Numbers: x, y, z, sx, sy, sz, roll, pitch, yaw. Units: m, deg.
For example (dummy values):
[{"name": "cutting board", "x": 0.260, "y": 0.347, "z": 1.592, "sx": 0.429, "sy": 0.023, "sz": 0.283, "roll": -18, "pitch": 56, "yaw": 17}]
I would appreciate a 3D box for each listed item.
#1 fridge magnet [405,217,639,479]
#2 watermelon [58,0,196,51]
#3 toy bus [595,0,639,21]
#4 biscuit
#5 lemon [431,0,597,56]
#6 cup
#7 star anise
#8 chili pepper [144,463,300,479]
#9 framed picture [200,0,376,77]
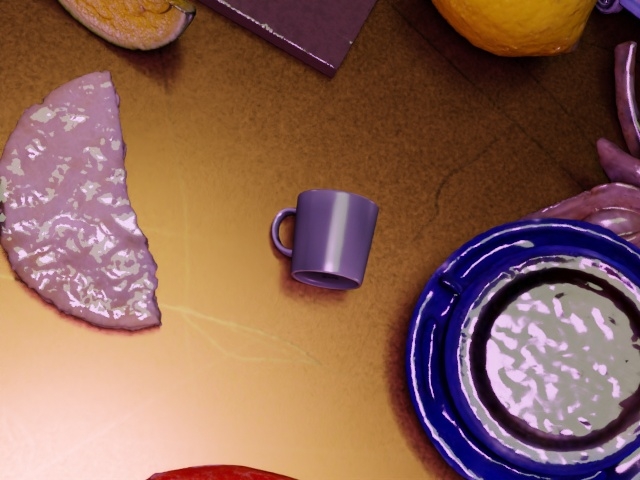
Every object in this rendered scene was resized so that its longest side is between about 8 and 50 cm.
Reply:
[{"name": "fridge magnet", "x": 0.210, "y": 0.108, "z": 0.904, "sx": 0.265, "sy": 0.113, "sz": 0.266, "roll": 0, "pitch": 81, "yaw": 3}, {"name": "watermelon", "x": -0.191, "y": -0.247, "z": 0.950, "sx": 0.181, "sy": 0.092, "sz": 0.075, "roll": 29, "pitch": 55, "yaw": 4}, {"name": "toy bus", "x": 0.402, "y": -0.257, "z": 1.019, "sx": 0.125, "sy": 0.133, "sz": 0.292, "roll": -8, "pitch": 40, "yaw": -19}, {"name": "biscuit", "x": -0.227, "y": -0.032, "z": 0.903, "sx": 0.133, "sy": 0.032, "sz": 0.250, "roll": -10, "pitch": 77, "yaw": -18}, {"name": "lemon", "x": 0.195, "y": -0.282, "z": 1.016, "sx": 0.180, "sy": 0.181, "sz": 0.193, "roll": -22, "pitch": 59, "yaw": -20}, {"name": "cup", "x": 0.000, "y": 0.000, "z": 0.936, "sx": 0.100, "sy": 0.078, "sz": 0.077, "roll": 4, "pitch": 74, "yaw": 22}, {"name": "star anise", "x": 0.363, "y": -0.026, "z": 1.003, "sx": 0.292, "sy": 0.109, "sz": 0.349, "roll": -40, "pitch": 71, "yaw": -16}, {"name": "chili pepper", "x": -0.023, "y": 0.243, "z": 0.859, "sx": 0.272, "sy": 0.063, "sz": 0.071, "roll": 23, "pitch": 57, "yaw": -4}, {"name": "framed picture", "x": -0.031, "y": -0.261, "z": 1.028, "sx": 0.168, "sy": 0.023, "sz": 0.128, "roll": 29, "pitch": 69, "yaw": -4}]
